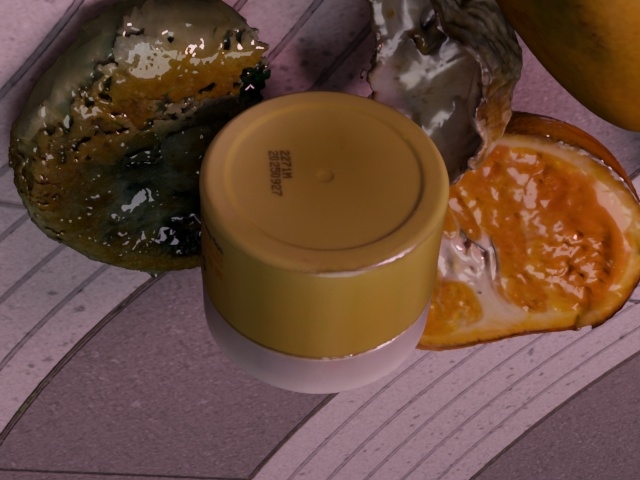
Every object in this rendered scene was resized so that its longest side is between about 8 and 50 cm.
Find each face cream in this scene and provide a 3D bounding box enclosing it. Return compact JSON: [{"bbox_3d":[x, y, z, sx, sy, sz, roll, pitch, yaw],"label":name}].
[{"bbox_3d":[0.000,0.000,1.142,0.218,0.218,0.179,-10,142,-11],"label":"face cream"}]

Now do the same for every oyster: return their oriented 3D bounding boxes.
[{"bbox_3d":[0.104,-0.195,1.088,0.110,0.166,0.341,-30,119,-24],"label":"oyster"}]

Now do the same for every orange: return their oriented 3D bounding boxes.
[{"bbox_3d":[0.173,-0.011,1.300,0.274,0.274,0.310,18,171,-39],"label":"orange"}]

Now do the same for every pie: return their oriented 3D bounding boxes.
[{"bbox_3d":[-0.146,-0.083,1.215,0.296,0.078,0.371,-21,144,6],"label":"pie"}]

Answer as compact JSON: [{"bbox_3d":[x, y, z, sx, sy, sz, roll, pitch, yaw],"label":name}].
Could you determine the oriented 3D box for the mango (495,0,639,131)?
[{"bbox_3d":[0.219,-0.257,0.947,0.232,0.300,0.445,-19,140,12],"label":"mango"}]
